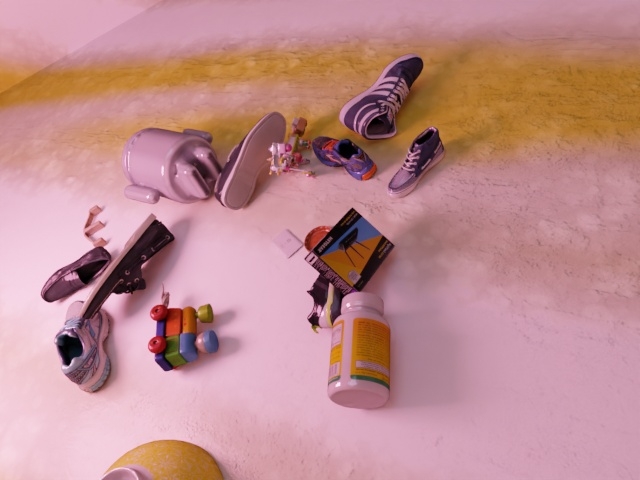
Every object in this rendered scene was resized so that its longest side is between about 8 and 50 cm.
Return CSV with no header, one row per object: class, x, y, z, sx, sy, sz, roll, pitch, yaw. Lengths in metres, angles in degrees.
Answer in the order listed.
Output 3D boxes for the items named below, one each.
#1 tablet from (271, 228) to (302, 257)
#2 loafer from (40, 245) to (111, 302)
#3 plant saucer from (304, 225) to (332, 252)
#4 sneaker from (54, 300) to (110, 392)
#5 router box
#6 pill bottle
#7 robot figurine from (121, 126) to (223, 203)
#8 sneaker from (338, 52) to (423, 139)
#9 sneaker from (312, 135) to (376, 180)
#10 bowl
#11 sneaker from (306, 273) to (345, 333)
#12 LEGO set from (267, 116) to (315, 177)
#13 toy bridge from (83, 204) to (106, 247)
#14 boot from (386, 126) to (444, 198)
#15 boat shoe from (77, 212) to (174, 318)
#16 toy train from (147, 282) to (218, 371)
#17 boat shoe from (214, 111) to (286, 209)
tablet,-0.086,0.007,1.383,0.054,0.006,0.083,-41,49,-8
loafer,-0.704,0.104,1.567,0.223,0.076,0.078,-39,40,-10
plant saucer,0.000,0.000,1.341,0.084,0.013,0.083,-13,51,17
sneaker,-0.613,0.242,1.383,0.110,0.122,0.283,-34,47,-1
router box,0.066,0.025,1.178,0.133,0.046,0.179,42,48,0
pill bottle,0.079,0.212,1.068,0.118,0.117,0.208,-10,51,20
robot figurine,-0.448,-0.224,1.609,0.354,0.199,0.300,18,56,35
sneaker,0.196,-0.385,1.481,0.282,0.099,0.153,-40,43,3
sneaker,0.057,-0.240,1.449,0.221,0.087,0.083,29,71,39
bowl,-0.342,0.505,1.024,0.290,0.156,0.289,-14,50,17
sneaker,0.011,0.093,1.216,0.097,0.084,0.234,-11,51,22
LEGO set,-0.057,-0.241,1.501,0.107,0.132,0.287,10,29,9
toy bridge,-0.718,-0.038,1.717,0.063,0.026,0.188,-32,47,2
boot,0.224,-0.193,1.329,0.190,0.086,0.069,-46,49,-12
boat shoe,-0.511,0.085,1.466,0.127,0.113,0.340,-32,25,50
toy train,-0.324,0.181,1.309,0.144,0.105,0.247,-14,49,3
boat shoe,-0.205,-0.232,1.524,0.091,0.114,0.302,28,84,49
